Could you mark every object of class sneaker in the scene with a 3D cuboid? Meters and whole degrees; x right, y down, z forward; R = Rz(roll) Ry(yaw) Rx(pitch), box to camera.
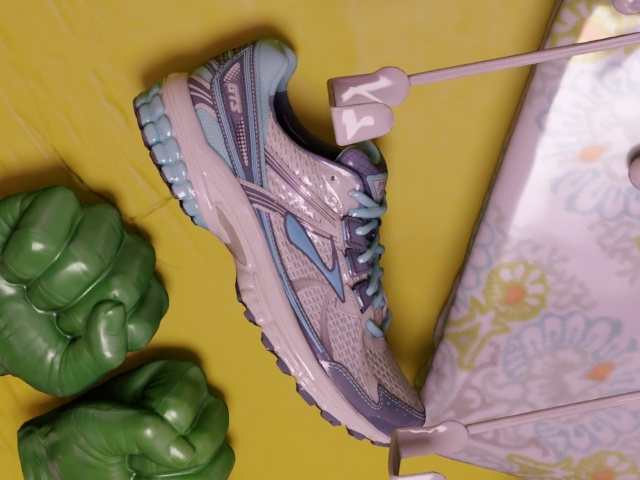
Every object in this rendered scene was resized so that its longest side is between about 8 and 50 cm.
[{"bbox_3d":[0.000,0.000,0.963,0.122,0.110,0.283,-32,95,8],"label":"sneaker"}]

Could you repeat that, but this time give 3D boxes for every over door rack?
[{"bbox_3d":[0.164,-0.016,0.859,0.324,0.108,0.240,-15,111,-10],"label":"over door rack"}]

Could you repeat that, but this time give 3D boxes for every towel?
[{"bbox_3d":[0.258,0.015,0.982,0.320,0.090,0.374,18,112,0],"label":"towel"}]

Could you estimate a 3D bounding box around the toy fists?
[{"bbox_3d":[-0.155,0.094,1.035,0.142,0.096,0.279,-19,108,10],"label":"toy fists"}]
